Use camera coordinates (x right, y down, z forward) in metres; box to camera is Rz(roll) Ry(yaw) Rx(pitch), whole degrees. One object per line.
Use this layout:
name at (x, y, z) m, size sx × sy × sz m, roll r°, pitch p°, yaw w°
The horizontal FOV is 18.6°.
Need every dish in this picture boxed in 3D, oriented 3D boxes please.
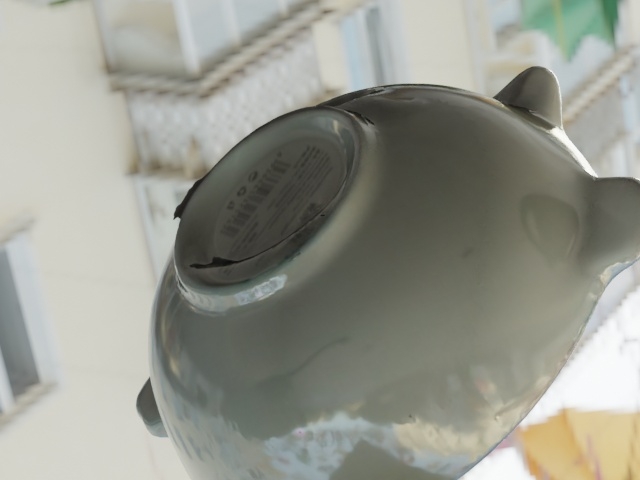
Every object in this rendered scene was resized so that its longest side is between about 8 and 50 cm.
dish at (0.000, 0.000, 0.771) m, size 0.236 × 0.086 × 0.228 m, roll -36°, pitch -146°, yaw 11°
